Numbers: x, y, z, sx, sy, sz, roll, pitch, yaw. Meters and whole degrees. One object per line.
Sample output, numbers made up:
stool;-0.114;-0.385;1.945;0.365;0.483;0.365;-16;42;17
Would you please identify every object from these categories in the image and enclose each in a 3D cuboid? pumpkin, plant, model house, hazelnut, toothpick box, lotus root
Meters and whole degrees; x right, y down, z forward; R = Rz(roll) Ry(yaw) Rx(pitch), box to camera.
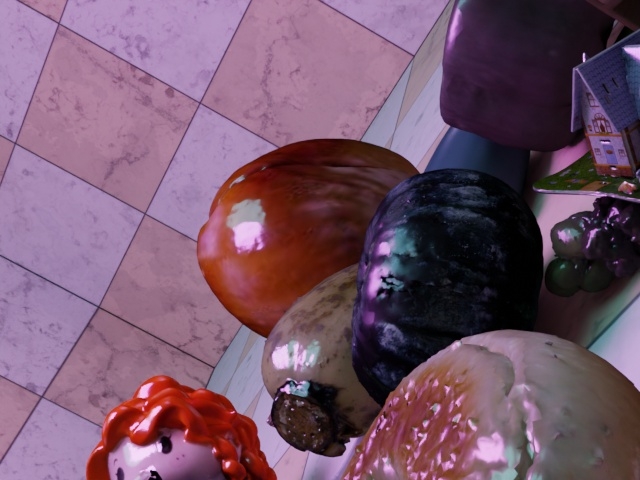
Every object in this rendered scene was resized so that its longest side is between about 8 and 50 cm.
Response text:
pumpkin;0.112;0.053;0.827;0.233;0.162;0.233;9;-90;-88
plant;0.221;-0.002;0.701;0.085;0.087;0.174;-26;-11;-21
model house;0.221;-0.088;0.619;0.117;0.088;0.167;-30;21;-21
hazelnut;0.000;0.000;1.395;0.372;0.315;0.372;-28;25;14
toothpick box;0.181;-0.072;1.086;0.120;0.120;0.184;-53;8;51
lotus root;0.055;0.104;1.030;0.309;0.173;0.173;-41;-11;-48

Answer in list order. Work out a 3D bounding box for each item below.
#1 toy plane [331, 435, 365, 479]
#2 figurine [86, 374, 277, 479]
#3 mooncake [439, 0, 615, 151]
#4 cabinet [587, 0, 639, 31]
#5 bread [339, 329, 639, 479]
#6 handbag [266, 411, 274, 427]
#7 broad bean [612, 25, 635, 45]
toy plane;0.015;0.270;0.963;0.182;0.107;0.273;113;-178;-67
figurine;-0.167;0.356;1.137;0.241;0.306;0.412;-50;11;13
mooncake;0.236;-0.244;0.968;0.306;0.154;0.306;21;-90;-77
cabinet;0.280;-0.256;0.686;0.148;0.215;0.175;-64;7;-23
bread;0.091;0.193;0.518;0.306;0.158;0.305;-57;6;9
handbag;-0.024;0.248;1.536;0.157;0.059;0.212;-62;5;-17
broad bean;0.331;-0.232;0.929;0.255;0.046;0.065;-63;0;-29
